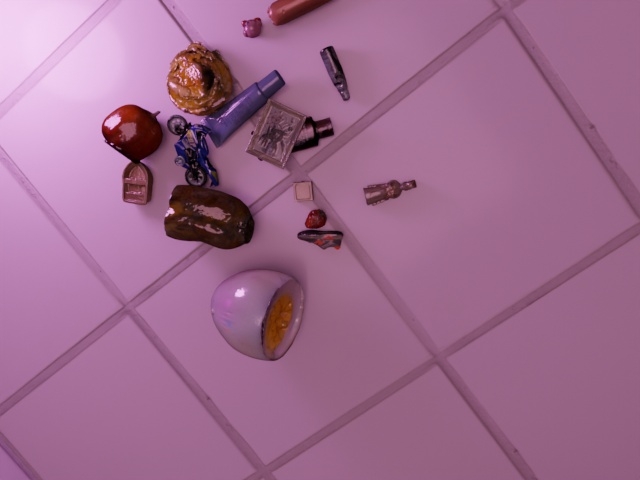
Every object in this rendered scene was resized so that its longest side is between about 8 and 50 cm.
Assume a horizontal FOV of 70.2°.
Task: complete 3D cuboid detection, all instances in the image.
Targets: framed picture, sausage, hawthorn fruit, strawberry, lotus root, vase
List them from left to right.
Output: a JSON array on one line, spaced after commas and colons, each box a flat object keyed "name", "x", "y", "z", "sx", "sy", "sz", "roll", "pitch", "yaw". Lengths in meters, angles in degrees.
[{"name": "hawthorn fruit", "x": -0.741, "y": -0.442, "z": 1.822, "sx": 0.249, "sy": 0.215, "sz": 0.215, "roll": -34, "pitch": 96, "yaw": 11}, {"name": "lotus root", "x": -0.442, "y": -0.085, "z": 1.844, "sx": 0.345, "sy": 0.250, "sz": 0.251, "roll": 15, "pitch": 102, "yaw": 3}, {"name": "framed picture", "x": -0.174, "y": -0.418, "z": 1.785, "sx": 0.172, "sy": 0.010, "sz": 0.232, "roll": 24, "pitch": 96, "yaw": 3}, {"name": "sausage", "x": -0.065, "y": -0.910, "z": 1.730, "sx": 0.288, "sy": 0.086, "sz": 0.086, "roll": -22, "pitch": 98, "yaw": 8}, {"name": "strawberry", "x": -0.022, "y": -0.084, "z": 1.884, "sx": 0.096, "sy": 0.083, "sz": 0.083, "roll": -26, "pitch": 97, "yaw": 18}, {"name": "vase", "x": 0.065, "y": -0.648, "z": 1.779, "sx": 0.059, "sy": 0.060, "sz": 0.212, "roll": -24, "pitch": 98, "yaw": 9}]

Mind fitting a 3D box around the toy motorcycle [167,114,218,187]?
[{"name": "toy motorcycle", "x": -0.505, "y": -0.363, "z": 1.855, "sx": 0.168, "sy": 0.113, "sz": 0.316, "roll": -12, "pitch": 113, "yaw": 4}]

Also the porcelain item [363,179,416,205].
[{"name": "porcelain item", "x": 0.284, "y": -0.202, "z": 1.845, "sx": 0.213, "sy": 0.054, "sz": 0.084, "roll": -14, "pitch": 101, "yaw": 7}]

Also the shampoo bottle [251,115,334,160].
[{"name": "shampoo bottle", "x": -0.109, "y": -0.418, "z": 1.827, "sx": 0.322, "sy": 0.084, "sz": 0.129, "roll": -14, "pitch": 96, "yaw": 7}]

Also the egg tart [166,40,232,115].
[{"name": "egg tart", "x": -0.491, "y": -0.641, "z": 1.792, "sx": 0.296, "sy": 0.132, "sz": 0.298, "roll": 0, "pitch": 89, "yaw": 9}]

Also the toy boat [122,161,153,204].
[{"name": "toy boat", "x": -0.773, "y": -0.250, "z": 1.930, "sx": 0.115, "sy": 0.061, "sz": 0.189, "roll": 8, "pitch": 101, "yaw": 5}]

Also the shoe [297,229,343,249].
[{"name": "shoe", "x": -0.002, "y": 0.000, "z": 1.902, "sx": 0.194, "sy": 0.074, "sz": 0.077, "roll": 1, "pitch": 106, "yaw": 3}]

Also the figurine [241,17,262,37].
[{"name": "figurine", "x": -0.263, "y": -0.826, "z": 1.772, "sx": 0.083, "sy": 0.071, "sz": 0.067, "roll": -21, "pitch": 140, "yaw": 16}]

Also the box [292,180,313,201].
[{"name": "box", "x": -0.072, "y": -0.205, "z": 1.886, "sx": 0.079, "sy": 0.035, "sz": 0.084, "roll": -3, "pitch": 99, "yaw": 6}]

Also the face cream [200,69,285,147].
[{"name": "face cream", "x": -0.309, "y": -0.536, "z": 1.824, "sx": 0.385, "sy": 0.086, "sz": 0.136, "roll": -33, "pitch": 86, "yaw": 17}]

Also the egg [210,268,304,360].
[{"name": "egg", "x": -0.284, "y": 0.281, "z": 1.854, "sx": 0.339, "sy": 0.354, "sz": 0.355, "roll": 12, "pitch": 102, "yaw": 23}]
